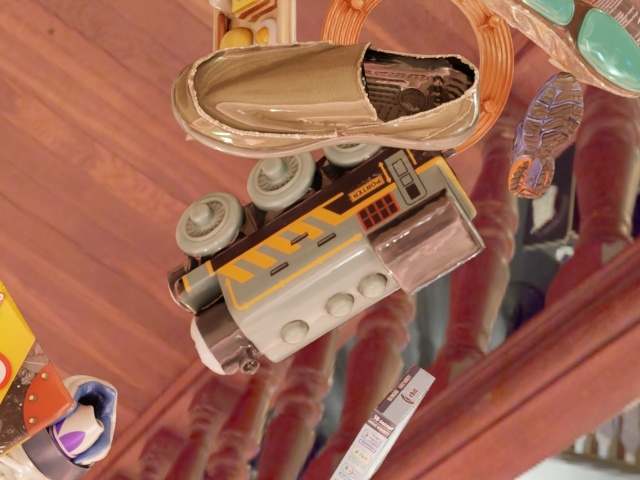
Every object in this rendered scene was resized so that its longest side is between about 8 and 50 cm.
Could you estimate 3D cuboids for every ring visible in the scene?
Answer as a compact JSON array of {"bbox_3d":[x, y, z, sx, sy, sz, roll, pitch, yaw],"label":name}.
[{"bbox_3d":[0.162,-0.295,1.669,0.336,0.336,0.032,41,169,-16],"label":"ring"}]

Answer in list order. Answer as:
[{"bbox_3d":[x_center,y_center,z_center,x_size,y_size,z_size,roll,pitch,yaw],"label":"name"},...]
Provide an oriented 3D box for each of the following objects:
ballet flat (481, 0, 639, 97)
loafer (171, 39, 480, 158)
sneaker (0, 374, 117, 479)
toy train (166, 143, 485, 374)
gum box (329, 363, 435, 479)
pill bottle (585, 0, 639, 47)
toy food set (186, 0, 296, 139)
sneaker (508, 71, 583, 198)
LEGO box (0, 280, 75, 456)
[{"bbox_3d":[0.365,-0.320,1.582,0.316,0.107,0.106,37,161,-18],"label":"ballet flat"},{"bbox_3d":[0.011,-0.122,0.810,0.251,0.094,0.087,-3,161,-12],"label":"loafer"},{"bbox_3d":[-0.374,0.275,1.266,0.236,0.323,0.130,-33,98,30],"label":"sneaker"},{"bbox_3d":[0.000,0.000,1.033,0.334,0.190,0.142,-31,135,7],"label":"toy train"},{"bbox_3d":[0.079,0.279,1.460,0.041,0.157,0.184,34,117,13],"label":"gum box"},{"bbox_3d":[0.480,-0.411,1.748,0.246,0.130,0.130,32,130,-21],"label":"pill bottle"},{"bbox_3d":[-0.132,-0.310,1.514,0.092,0.306,0.220,4,172,-34],"label":"toy food set"},{"bbox_3d":[0.329,-0.168,1.581,0.083,0.087,0.221,7,135,-11],"label":"sneaker"},{"bbox_3d":[-0.569,0.139,1.048,0.193,0.500,0.372,15,135,60],"label":"LEGO box"}]
